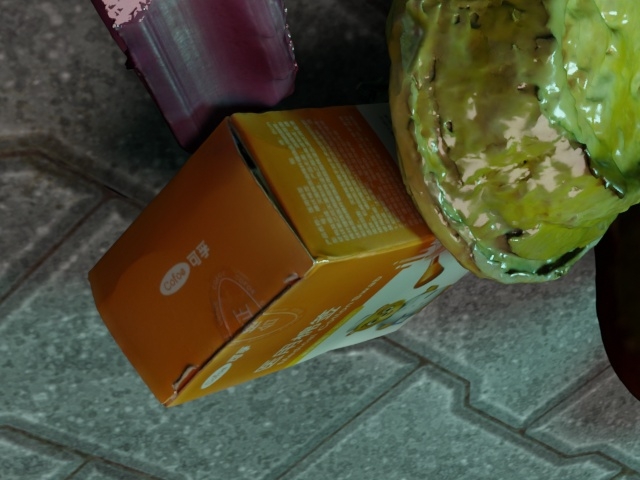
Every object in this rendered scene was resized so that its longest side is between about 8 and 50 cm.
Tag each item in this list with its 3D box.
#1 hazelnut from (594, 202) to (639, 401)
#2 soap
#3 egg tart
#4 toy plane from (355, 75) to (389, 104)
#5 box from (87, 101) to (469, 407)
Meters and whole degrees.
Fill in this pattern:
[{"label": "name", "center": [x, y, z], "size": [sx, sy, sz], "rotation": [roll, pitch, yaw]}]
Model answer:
[{"label": "hazelnut", "center": [0.439, 0.013, 1.180], "size": [0.359, 0.409, 0.359], "rotation": [4, 159, 2]}, {"label": "soap", "center": [-0.113, -0.218, 0.836], "size": [0.127, 0.220, 0.325], "rotation": [-26, 161, -6]}, {"label": "egg tart", "center": [0.198, -0.133, 0.992], "size": [0.132, 0.345, 0.345], "rotation": [-7, 153, 45]}, {"label": "toy plane", "center": [0.066, -0.137, 1.135], "size": [0.083, 0.033, 0.080], "rotation": [-42, 133, 11]}, {"label": "box", "center": [0.000, 0.000, 1.048], "size": [0.341, 0.143, 0.225], "rotation": [-11, 154, -50]}]
